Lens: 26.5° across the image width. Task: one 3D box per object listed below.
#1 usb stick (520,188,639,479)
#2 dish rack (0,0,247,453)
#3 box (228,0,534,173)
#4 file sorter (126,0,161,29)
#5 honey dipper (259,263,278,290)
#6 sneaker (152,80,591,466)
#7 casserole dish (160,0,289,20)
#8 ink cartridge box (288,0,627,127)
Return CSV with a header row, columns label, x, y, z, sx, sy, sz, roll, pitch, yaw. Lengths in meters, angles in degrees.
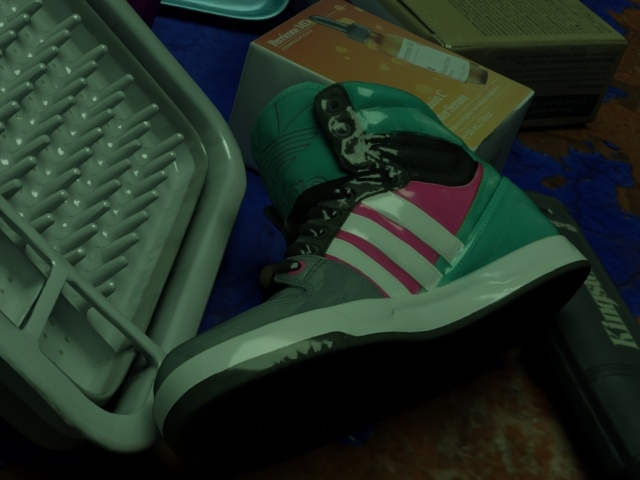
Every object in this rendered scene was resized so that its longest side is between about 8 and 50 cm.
label,x,y,z,sx,sy,sz,roll,pitch,yaw
usb stick,0.165,0.057,0.845,0.077,0.045,0.278,5,35,-18
dish rack,-0.171,-0.055,0.731,0.285,0.072,0.333,49,27,-20
box,0.040,-0.084,0.950,0.170,0.091,0.130,27,34,13
file sorter,-0.253,-0.291,0.975,0.291,0.202,0.182,43,41,18
honey dipper,0.041,0.026,0.845,0.161,0.030,0.030,4,35,-18
sneaker,0.000,0.000,0.746,0.296,0.123,0.178,-16,59,-42
casserole dish,-0.103,-0.240,1.112,0.188,0.114,0.037,9,-6,-12
ink cartridge box,0.105,-0.187,1.136,0.193,0.088,0.234,-7,41,-32
